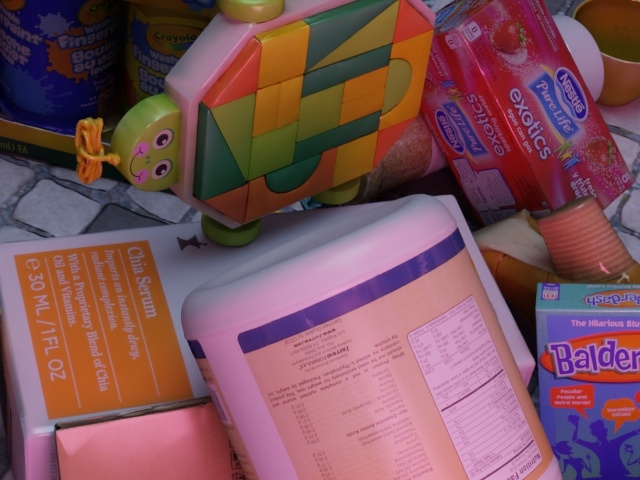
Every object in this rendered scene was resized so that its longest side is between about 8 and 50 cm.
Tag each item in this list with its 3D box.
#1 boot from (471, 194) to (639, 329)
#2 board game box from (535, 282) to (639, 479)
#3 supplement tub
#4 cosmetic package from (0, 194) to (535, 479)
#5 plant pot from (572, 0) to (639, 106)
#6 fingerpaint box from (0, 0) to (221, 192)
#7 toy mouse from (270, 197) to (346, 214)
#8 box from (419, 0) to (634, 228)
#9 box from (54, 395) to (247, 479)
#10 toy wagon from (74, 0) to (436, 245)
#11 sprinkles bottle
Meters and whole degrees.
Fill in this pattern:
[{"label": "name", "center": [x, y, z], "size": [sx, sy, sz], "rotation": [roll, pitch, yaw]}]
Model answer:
[{"label": "boot", "center": [0.230, 0.076, 1.527], "size": [0.104, 0.295, 0.211], "rotation": [-27, 95, -24]}, {"label": "board game box", "center": [0.277, 0.137, 1.385], "size": [0.160, 0.210, 0.047], "rotation": [0, 31, 12]}, {"label": "supplement tub", "center": [0.050, 0.146, 1.191], "size": [0.228, 0.228, 0.316], "rotation": [-26, 95, -31]}, {"label": "cosmetic package", "center": [-0.063, 0.109, 1.414], "size": [0.453, 0.161, 0.230], "rotation": [-7, 47, -18]}, {"label": "plant pot", "center": [0.361, -0.219, 1.865], "size": [0.134, 0.095, 0.134], "rotation": [5, 44, -5]}, {"label": "fingerpaint box", "center": [-0.271, -0.263, 1.599], "size": [0.444, 0.371, 0.163], "rotation": [14, 44, 3]}, {"label": "toy mouse", "center": [0.000, 0.000, 1.625], "size": [0.143, 0.031, 0.161], "rotation": [-3, 46, -13]}, {"label": "box", "center": [0.201, -0.132, 1.621], "size": [0.122, 0.128, 0.257], "rotation": [-38, 106, -29]}, {"label": "box", "center": [-0.129, 0.233, 1.264], "size": [0.164, 0.201, 0.021], "rotation": [-8, 15, -17]}, {"label": "toy wagon", "center": [-0.050, -0.112, 1.334], "size": [0.344, 0.267, 0.068], "rotation": [-24, 50, -31]}, {"label": "sprinkles bottle", "center": [0.156, -0.152, 1.743], "size": [0.355, 0.121, 0.121], "rotation": [-23, 54, -29]}]
